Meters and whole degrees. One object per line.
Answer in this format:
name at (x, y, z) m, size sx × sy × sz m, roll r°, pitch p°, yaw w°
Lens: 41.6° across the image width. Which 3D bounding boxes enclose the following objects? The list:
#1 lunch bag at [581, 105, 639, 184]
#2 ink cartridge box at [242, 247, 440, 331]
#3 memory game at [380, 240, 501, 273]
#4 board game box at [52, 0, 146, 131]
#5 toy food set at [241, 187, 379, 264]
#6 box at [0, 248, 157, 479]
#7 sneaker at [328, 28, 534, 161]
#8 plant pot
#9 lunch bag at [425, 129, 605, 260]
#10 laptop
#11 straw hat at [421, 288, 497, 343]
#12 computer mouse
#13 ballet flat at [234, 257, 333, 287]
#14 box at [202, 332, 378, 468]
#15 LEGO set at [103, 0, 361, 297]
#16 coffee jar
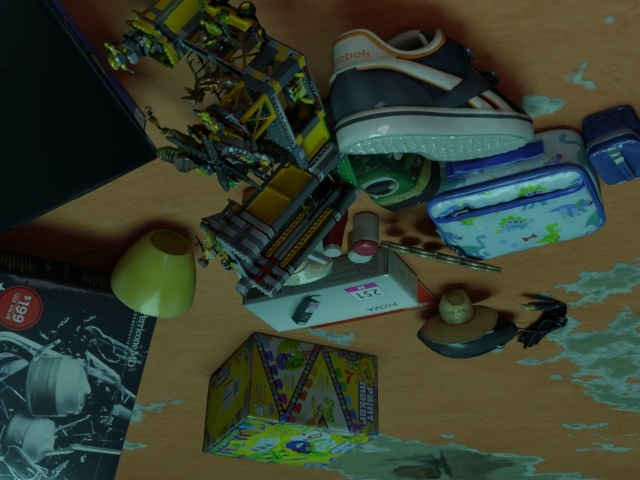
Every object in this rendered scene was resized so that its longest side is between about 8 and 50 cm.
lunch bag at (0.369, -0.110, 1.043) m, size 0.067 × 0.065 × 0.098 m, roll -18°, pitch 145°, yaw 31°
ink cartridge box at (0.042, 0.111, 1.464) m, size 0.275 × 0.060 × 0.239 m, roll -14°, pitch 146°, yaw 25°
memory game at (0.178, 0.025, 1.252) m, size 0.186 × 0.012 × 0.186 m, roll 13°, pitch -179°, yaw 0°
board game box at (-0.376, -0.190, 0.929) m, size 0.233 × 0.078 × 0.347 m, roll -6°, pitch 150°, yaw 14°
toy food set at (0.000, 0.000, 1.218) m, size 0.232 × 0.105 × 0.111 m, roll 25°, pitch 143°, yaw -35°
box at (-0.457, 0.207, 1.343) m, size 0.312 × 0.344 × 0.179 m, roll 13°, pitch -174°, yaw -22°
sneaker at (0.132, -0.160, 0.929) m, size 0.126 × 0.128 × 0.321 m, roll -15°, pitch 172°, yaw 38°
plant pot at (-0.246, 0.039, 1.300) m, size 0.134 × 0.134 × 0.095 m, roll 14°, pitch 121°, yaw -21°
lunch bag at (0.256, -0.058, 1.122) m, size 0.218 × 0.090 × 0.176 m, roll -13°, pitch 145°, yaw 22°
laptop at (-0.453, -0.172, 0.863) m, size 0.407 × 0.236 × 0.382 m, roll 25°, pitch 160°, yaw 27°
straw hat at (0.233, 0.117, 1.447) m, size 0.144 × 0.144 × 0.061 m, roll -11°, pitch 109°, yaw 21°
computer mouse at (0.317, 0.166, 1.518) m, size 0.261 × 0.060 × 0.184 m, roll 3°, pitch 151°, yaw -17°
ballet flat at (-0.063, 0.044, 1.355) m, size 0.168 × 0.057 × 0.052 m, roll -11°, pitch 138°, yaw 21°
box at (-0.066, 0.348, 1.768) m, size 0.279 × 0.177 × 0.290 m, roll 14°, pitch 148°, yaw -21°
LEGO set at (-0.112, -0.087, 0.897) m, size 0.255 × 0.192 × 0.331 m, roll 35°, pitch 164°, yaw 21°
coffee jar at (0.067, -0.105, 1.054) m, size 0.096 × 0.079 × 0.184 m, roll -18°, pitch 145°, yaw 38°
